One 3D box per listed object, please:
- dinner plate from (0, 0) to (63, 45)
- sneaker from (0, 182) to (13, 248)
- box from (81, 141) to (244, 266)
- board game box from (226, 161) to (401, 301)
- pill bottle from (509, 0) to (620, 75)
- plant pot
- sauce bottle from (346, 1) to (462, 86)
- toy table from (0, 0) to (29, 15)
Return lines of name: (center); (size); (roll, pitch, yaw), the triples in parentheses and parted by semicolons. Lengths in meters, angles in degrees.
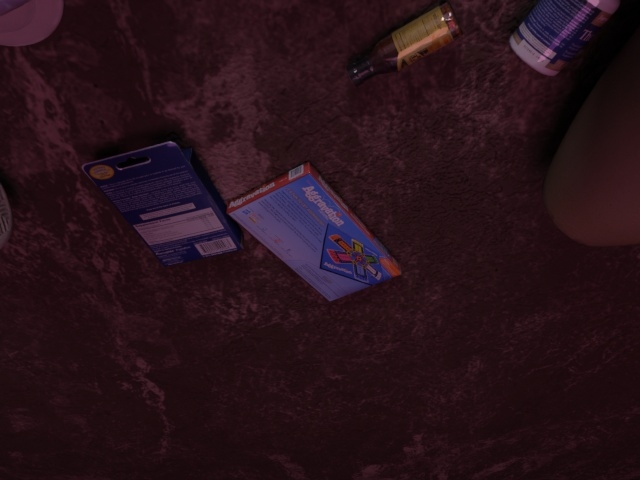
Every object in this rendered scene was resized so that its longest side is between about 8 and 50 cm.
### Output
dinner plate: (-0.331, -0.253, 0.540); (0.141, 0.017, 0.141); (-1, 140, -1)
sneaker: (-0.549, -0.091, 0.647); (0.148, 0.131, 0.350); (-19, 132, 29)
box: (-0.212, -0.051, 0.770); (0.137, 0.036, 0.225); (-12, 140, 10)
board game box: (0.000, 0.000, 0.853); (0.145, 0.027, 0.281); (-23, 136, 24)
pill bottle: (0.258, -0.236, 0.559); (0.067, 0.067, 0.120); (16, 136, -21)
plant pot: (0.389, -0.104, 0.621); (0.257, 0.256, 0.274); (8, 156, -13)
sauce bottle: (0.090, -0.211, 0.599); (0.128, 0.042, 0.042); (-23, 136, 25)
toy table: (-0.285, -0.251, 0.355); (0.252, 0.274, 0.160); (9, 136, 2)
